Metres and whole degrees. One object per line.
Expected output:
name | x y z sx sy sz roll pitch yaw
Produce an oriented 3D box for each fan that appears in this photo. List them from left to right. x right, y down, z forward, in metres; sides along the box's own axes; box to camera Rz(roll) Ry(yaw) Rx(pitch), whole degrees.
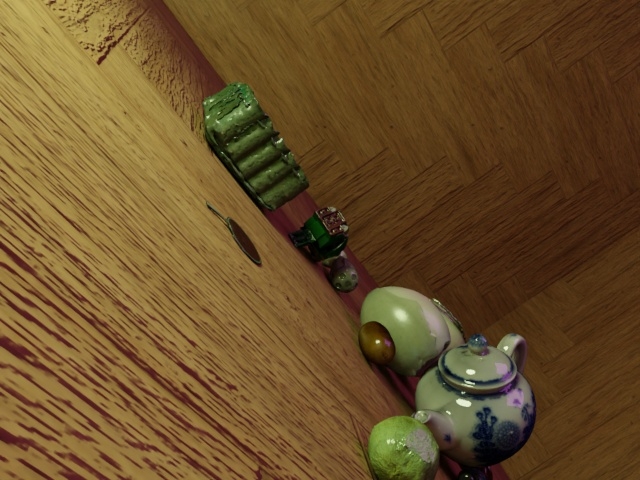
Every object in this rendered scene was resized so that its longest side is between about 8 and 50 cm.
fan | -0.123 -0.014 0.799 0.133 0.005 0.085 51 7 -40

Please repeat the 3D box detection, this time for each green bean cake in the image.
green bean cake | -0.145 -0.209 1.200 0.241 0.132 0.255 52 3 -30

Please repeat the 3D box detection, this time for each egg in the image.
egg | 0.185 0.197 1.285 0.217 0.183 0.183 48 2 22
egg | 0.246 0.272 1.522 0.264 0.174 0.286 54 -19 -13

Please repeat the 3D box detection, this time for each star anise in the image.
star anise | 0.394 0.572 1.454 0.168 0.057 0.168 54 6 -9

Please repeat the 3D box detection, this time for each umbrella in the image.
umbrella | 0.329 0.519 1.208 0.053 0.052 0.250 58 5 30

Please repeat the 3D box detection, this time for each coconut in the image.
coconut | 0.099 0.253 0.664 0.088 0.087 0.096 54 10 -2

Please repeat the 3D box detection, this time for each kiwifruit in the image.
kiwifruit | 0.116 0.213 1.157 0.075 0.075 0.124 53 1 -18

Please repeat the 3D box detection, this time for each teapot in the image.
teapot | 0.331 0.324 1.193 0.252 0.423 0.280 18 -61 43

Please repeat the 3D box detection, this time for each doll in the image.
doll | 0.007 -0.005 1.357 0.106 0.134 0.186 55 -2 22

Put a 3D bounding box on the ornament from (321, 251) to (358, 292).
ornament | 0.053 0.077 1.457 0.156 0.074 0.081 -115 -150 -65
